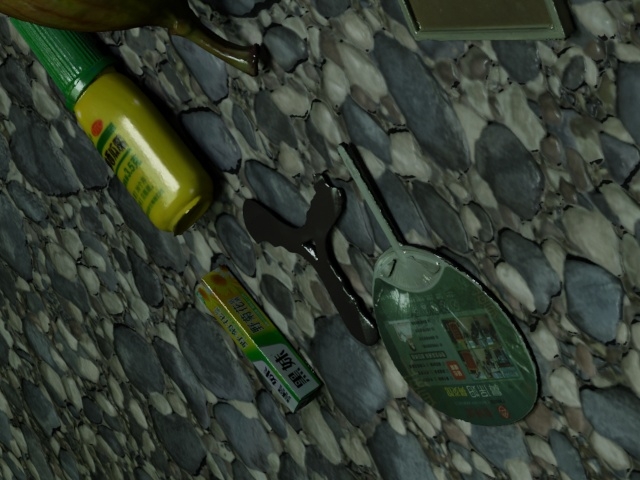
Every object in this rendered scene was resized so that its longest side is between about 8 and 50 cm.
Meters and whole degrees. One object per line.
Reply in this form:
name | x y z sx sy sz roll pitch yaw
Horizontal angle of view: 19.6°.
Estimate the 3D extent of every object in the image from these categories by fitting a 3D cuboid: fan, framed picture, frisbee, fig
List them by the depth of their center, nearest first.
framed picture | 0.088 -0.270 1.427 0.189 0.023 0.260 7 124 55
fig | -0.186 -0.250 1.724 0.321 0.217 0.217 42 154 -13
fan | 0.116 0.062 1.732 0.223 0.012 0.294 27 141 43
frisbee | 0.000 0.000 1.853 0.211 0.012 0.187 47 149 18

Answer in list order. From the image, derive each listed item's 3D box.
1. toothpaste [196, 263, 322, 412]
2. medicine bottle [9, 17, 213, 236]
toothpaste | -0.069 0.107 2.042 0.178 0.037 0.043 50 150 13
medicine bottle | -0.226 -0.144 1.996 0.309 0.076 0.111 52 150 11
